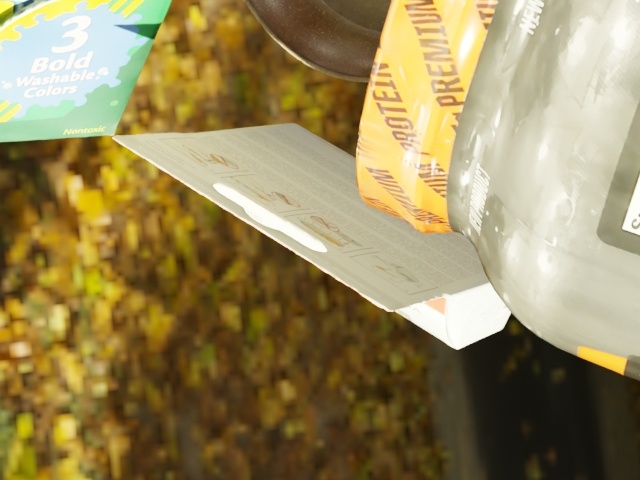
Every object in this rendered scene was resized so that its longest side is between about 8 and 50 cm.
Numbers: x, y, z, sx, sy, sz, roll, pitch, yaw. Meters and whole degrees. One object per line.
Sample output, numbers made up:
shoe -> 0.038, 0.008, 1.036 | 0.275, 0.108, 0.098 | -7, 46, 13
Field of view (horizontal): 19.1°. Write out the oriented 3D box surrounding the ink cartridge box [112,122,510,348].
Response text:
ink cartridge box -> 0.000, 0.000, 1.081 | 0.232, 0.189, 0.066 | -19, 137, -62

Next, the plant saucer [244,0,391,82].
plant saucer -> 0.032, -0.268, 1.328 | 0.050, 0.310, 0.310 | -17, 102, -41

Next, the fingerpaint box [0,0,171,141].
fingerpaint box -> -0.281, -0.210, 0.999 | 0.371, 0.445, 0.163 | -58, -134, 47

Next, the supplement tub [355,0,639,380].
supplement tub -> 0.196, -0.028, 0.612 | 0.207, 0.338, 0.207 | 22, 90, -78
